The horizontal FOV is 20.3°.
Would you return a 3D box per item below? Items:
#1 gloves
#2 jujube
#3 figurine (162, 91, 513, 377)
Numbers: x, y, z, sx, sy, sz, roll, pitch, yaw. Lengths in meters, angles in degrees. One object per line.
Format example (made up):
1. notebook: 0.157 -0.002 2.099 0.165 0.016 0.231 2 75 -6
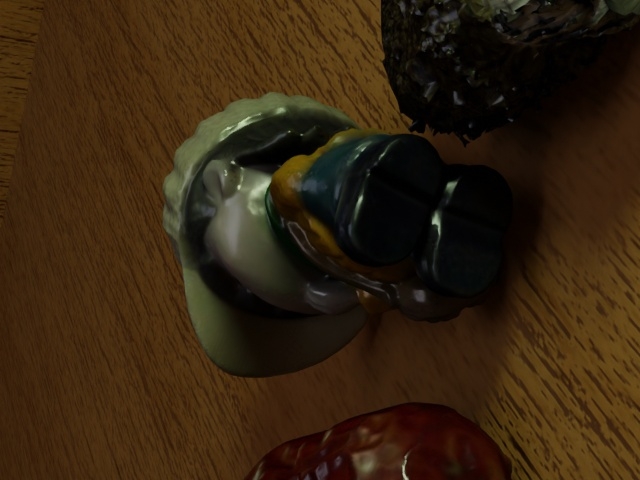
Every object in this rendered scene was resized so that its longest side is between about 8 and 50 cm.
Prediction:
1. gloves: 0.104 -0.169 1.101 0.312 0.135 0.210 137 129 -63
2. jujube: 0.030 0.190 1.190 0.230 0.155 0.155 -43 46 51
3. figurine: 0.012 -0.028 1.265 0.332 0.185 0.204 -28 44 56
